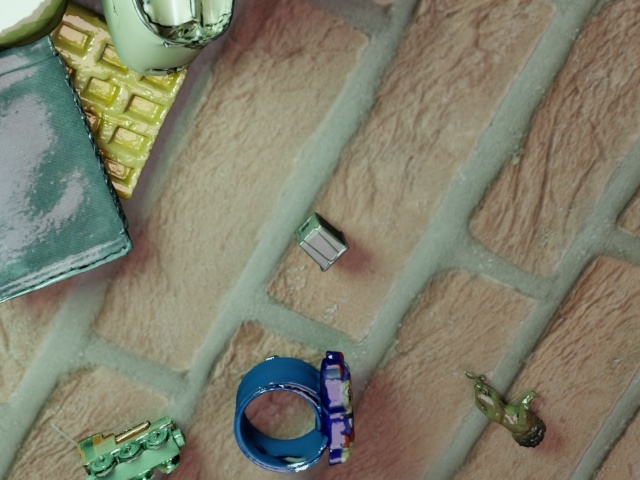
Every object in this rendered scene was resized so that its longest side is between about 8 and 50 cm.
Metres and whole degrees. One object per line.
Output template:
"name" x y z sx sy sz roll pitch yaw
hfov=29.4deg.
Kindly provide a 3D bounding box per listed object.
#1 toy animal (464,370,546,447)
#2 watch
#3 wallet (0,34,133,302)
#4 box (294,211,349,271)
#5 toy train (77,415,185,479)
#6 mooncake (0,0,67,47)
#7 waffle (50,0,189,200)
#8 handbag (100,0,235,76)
"toy animal" 0.326 0.285 2.101 0.086 0.069 0.220 -41 112 17
"watch" -0.043 0.275 1.982 0.200 0.171 0.196 -7 101 3
"wallet" -0.430 -0.099 1.736 0.237 0.075 0.342 -21 112 -7
"box" 0.000 0.000 1.913 0.060 0.085 0.063 -44 108 8
"toy train" -0.304 0.340 1.973 0.175 0.118 0.074 -27 120 -4
"mooncake" -0.473 -0.408 1.566 0.378 0.201 0.379 0 100 -2
"waffle" -0.336 -0.201 1.778 0.221 0.055 0.248 22 106 -19
"handbag" -0.199 -0.345 1.559 0.160 0.358 0.237 -6 92 -13
